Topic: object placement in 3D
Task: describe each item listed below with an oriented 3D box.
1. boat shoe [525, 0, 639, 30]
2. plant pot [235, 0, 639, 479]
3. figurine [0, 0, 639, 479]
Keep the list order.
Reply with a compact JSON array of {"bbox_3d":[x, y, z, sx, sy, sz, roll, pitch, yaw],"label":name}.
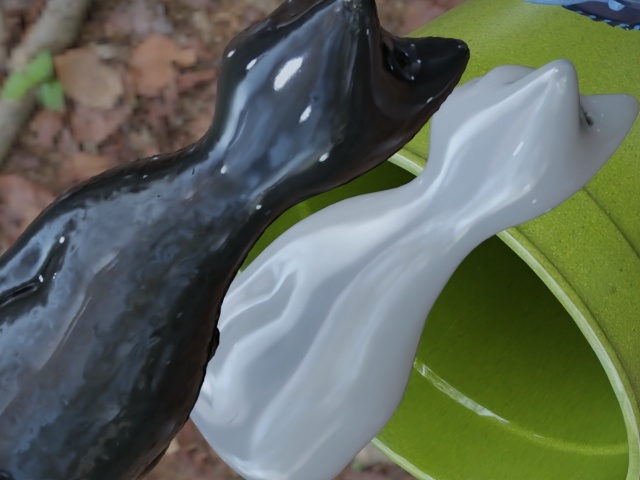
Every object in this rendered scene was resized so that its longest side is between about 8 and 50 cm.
[{"bbox_3d":[0.091,-0.109,0.567,0.109,0.258,0.089,11,76,9],"label":"boat shoe"},{"bbox_3d":[0.173,-0.043,1.395,0.366,0.353,0.366,33,150,22],"label":"plant pot"},{"bbox_3d":[0.000,0.000,0.680,0.209,0.215,0.092,-45,63,24],"label":"figurine"}]
